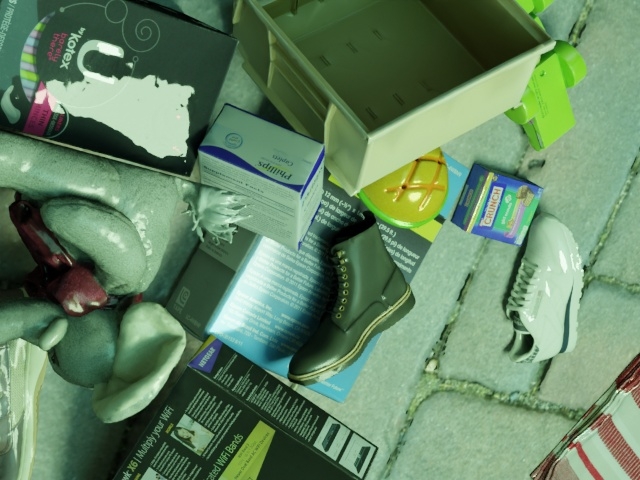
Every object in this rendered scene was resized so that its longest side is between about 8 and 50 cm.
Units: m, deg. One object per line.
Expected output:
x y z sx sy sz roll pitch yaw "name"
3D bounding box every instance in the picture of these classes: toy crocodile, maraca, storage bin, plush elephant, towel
0.256 -0.258 1.722 0.115 0.105 0.340 -42 130 -12 "toy crocodile"
0.079 -0.100 1.546 0.127 0.099 0.185 -37 95 -31 "maraca"
0.073 -0.224 1.497 0.262 0.260 0.123 -29 156 -23 "storage bin"
-0.254 0.038 1.359 0.330 0.272 0.255 14 92 -23 "plush elephant"
0.509 0.335 2.161 0.329 0.037 0.237 -47 127 -8 "towel"

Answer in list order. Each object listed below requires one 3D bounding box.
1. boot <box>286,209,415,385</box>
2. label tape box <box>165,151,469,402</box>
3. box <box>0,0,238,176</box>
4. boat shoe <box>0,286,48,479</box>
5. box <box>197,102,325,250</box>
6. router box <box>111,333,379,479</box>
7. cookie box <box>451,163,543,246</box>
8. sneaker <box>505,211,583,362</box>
0.015 0.068 1.582 0.198 0.077 0.137 -41 121 -31 "boot"
0.000 0.000 1.653 0.249 0.115 0.347 29 88 -37 "label tape box"
-0.251 -0.189 1.393 0.270 0.143 0.165 13 102 -36 "box"
-0.373 0.189 1.505 0.092 0.103 0.285 5 103 -28 "boat shoe"
-0.065 -0.069 1.467 0.137 0.126 0.072 95 20 -62 "box"
-0.113 0.299 1.576 0.243 0.081 0.309 35 120 0 "router box"
0.247 -0.049 1.831 0.107 0.040 0.092 13 103 -35 "cookie box"
0.318 0.073 1.904 0.095 0.090 0.235 -13 115 -17 "sneaker"
